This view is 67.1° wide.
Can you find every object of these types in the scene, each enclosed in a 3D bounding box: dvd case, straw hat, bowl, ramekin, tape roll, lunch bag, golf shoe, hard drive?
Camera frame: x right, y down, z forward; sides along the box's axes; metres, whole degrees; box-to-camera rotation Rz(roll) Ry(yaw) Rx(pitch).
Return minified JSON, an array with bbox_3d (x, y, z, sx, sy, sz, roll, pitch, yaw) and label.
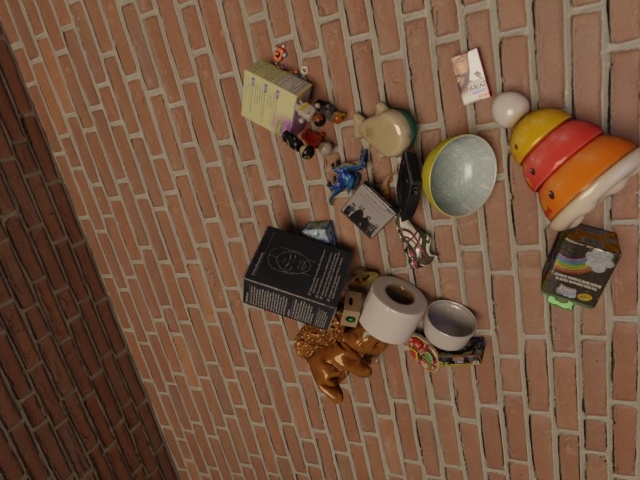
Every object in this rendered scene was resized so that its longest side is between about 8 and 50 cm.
[{"bbox_3d":[0.194,-0.119,1.956,0.179,0.029,0.238,44,148,3],"label":"dvd case"},{"bbox_3d":[0.179,0.155,2.123,0.144,0.145,0.061,-47,45,34],"label":"straw hat"},{"bbox_3d":[0.464,-0.238,1.723,0.156,0.290,0.289,-145,42,-61],"label":"bowl"},{"bbox_3d":[0.520,0.352,1.965,0.207,0.207,0.109,21,129,17],"label":"ramekin"},{"bbox_3d":[0.302,0.287,2.016,0.246,0.246,0.169,28,122,13],"label":"tape roll"},{"bbox_3d":[0.000,0.000,2.131,0.129,0.096,0.151,-2,123,27],"label":"lunch bag"},{"bbox_3d":[0.375,-0.021,1.941,0.120,0.105,0.272,-20,104,10],"label":"golf shoe"},{"bbox_3d":[0.324,-0.199,1.784,0.054,0.171,0.254,-4,150,0],"label":"hard drive"}]

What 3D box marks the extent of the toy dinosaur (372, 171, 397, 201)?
[{"bbox_3d":[0.253,-0.197,1.937,0.112,0.064,0.211,5,125,11],"label":"toy dinosaur"}]

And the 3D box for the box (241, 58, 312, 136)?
[{"bbox_3d":[-0.178,-0.555,1.912,0.243,0.117,0.213,30,140,13],"label":"box"}]

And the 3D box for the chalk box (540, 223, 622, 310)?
[{"bbox_3d":[0.885,0.106,1.679,0.180,0.179,0.288,20,121,17],"label":"chalk box"}]

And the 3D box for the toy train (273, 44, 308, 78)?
[{"bbox_3d":[-0.137,-0.684,1.907,0.166,0.046,0.125,39,124,6],"label":"toy train"}]

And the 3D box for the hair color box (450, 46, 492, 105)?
[{"bbox_3d":[0.512,-0.554,1.635,0.093,0.053,0.167,-13,105,32],"label":"hair color box"}]

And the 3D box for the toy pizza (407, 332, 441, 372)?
[{"bbox_3d":[0.446,0.495,2.108,0.201,0.032,0.201,43,149,34],"label":"toy pizza"}]

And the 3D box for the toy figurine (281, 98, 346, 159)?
[{"bbox_3d":[-0.021,-0.430,1.867,0.148,0.213,0.209,40,120,20],"label":"toy figurine"}]

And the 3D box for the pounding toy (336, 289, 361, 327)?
[{"bbox_3d":[0.115,0.294,2.047,0.100,0.141,0.130,9,135,1],"label":"pounding toy"}]

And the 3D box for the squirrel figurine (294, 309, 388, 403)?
[{"bbox_3d":[0.096,0.457,2.190,0.397,0.281,0.370,43,118,0],"label":"squirrel figurine"}]

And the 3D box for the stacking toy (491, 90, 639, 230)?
[{"bbox_3d":[0.732,-0.298,1.546,0.480,0.351,0.350,51,127,20],"label":"stacking toy"}]

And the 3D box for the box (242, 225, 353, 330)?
[{"bbox_3d":[-0.098,0.158,2.050,0.396,0.293,0.212,19,143,3],"label":"box"}]

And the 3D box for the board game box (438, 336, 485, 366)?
[{"bbox_3d":[0.590,0.462,2.011,0.170,0.141,0.048,-12,109,30],"label":"board game box"}]

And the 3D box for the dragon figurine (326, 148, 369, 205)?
[{"bbox_3d":[0.109,-0.241,1.964,0.144,0.085,0.289,23,120,16],"label":"dragon figurine"}]

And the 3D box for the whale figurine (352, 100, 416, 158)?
[{"bbox_3d":[0.241,-0.417,1.808,0.272,0.141,0.216,24,131,44],"label":"whale figurine"}]
